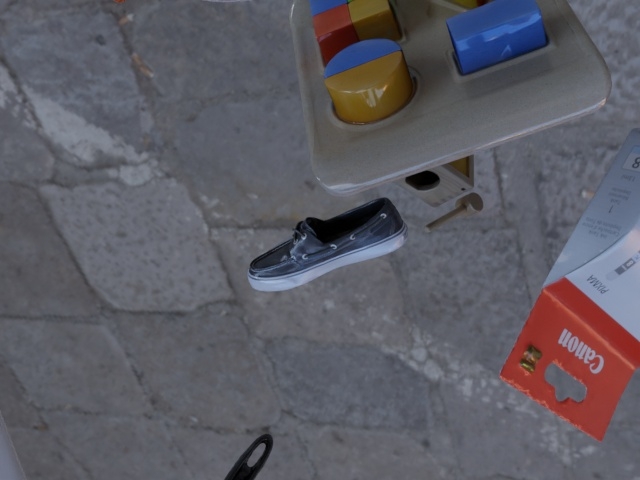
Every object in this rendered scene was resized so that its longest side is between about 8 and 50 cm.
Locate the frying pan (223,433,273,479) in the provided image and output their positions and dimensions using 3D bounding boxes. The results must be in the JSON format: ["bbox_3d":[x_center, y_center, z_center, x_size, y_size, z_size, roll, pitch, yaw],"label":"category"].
[{"bbox_3d":[-0.132,0.364,0.855,0.197,0.326,0.053,60,148,9],"label":"frying pan"}]

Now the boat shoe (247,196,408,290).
[{"bbox_3d":[0.000,0.000,1.066,0.228,0.080,0.076,-16,121,15],"label":"boat shoe"}]

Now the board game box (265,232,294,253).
[{"bbox_3d":[-0.060,0.012,1.318,0.090,0.090,0.020,-32,95,22],"label":"board game box"}]

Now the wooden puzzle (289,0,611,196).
[{"bbox_3d":[0.120,-0.240,0.923,0.322,0.348,0.080,-18,140,10],"label":"wooden puzzle"}]

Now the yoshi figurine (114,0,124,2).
[{"bbox_3d":[-0.100,-0.279,0.345,0.203,0.362,0.203,-25,154,8],"label":"yoshi figurine"}]

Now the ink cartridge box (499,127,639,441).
[{"bbox_3d":[0.444,0.086,1.115,0.308,0.385,0.091,34,174,-37],"label":"ink cartridge box"}]

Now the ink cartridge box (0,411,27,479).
[{"bbox_3d":[-0.306,0.104,0.476,0.273,0.198,0.115,66,154,5],"label":"ink cartridge box"}]

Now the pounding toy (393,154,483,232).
[{"bbox_3d":[0.190,-0.105,1.206,0.206,0.181,0.094,28,142,-31],"label":"pounding toy"}]
